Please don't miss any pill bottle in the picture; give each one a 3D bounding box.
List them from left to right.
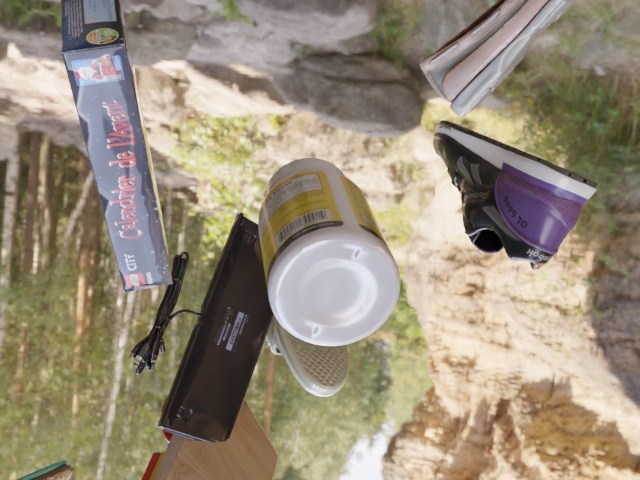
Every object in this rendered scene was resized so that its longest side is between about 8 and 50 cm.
[{"bbox_3d":[0.000,0.000,0.754,0.119,0.119,0.208,5,-154,-10],"label":"pill bottle"}]

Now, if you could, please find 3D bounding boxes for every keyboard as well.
[{"bbox_3d":[-0.155,0.111,1.063,0.033,0.317,0.201,1,157,46],"label":"keyboard"}]

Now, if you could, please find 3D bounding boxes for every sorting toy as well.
[{"bbox_3d":[-0.181,0.365,1.194,0.089,0.257,0.255,-11,-146,21],"label":"sorting toy"}]

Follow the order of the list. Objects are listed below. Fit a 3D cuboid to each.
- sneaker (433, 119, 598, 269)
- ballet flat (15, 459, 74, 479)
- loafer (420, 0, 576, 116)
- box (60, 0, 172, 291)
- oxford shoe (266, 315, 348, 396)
[{"bbox_3d":[0.191,-0.057,0.898,0.107,0.124,0.283,18,-167,-21],"label":"sneaker"},{"bbox_3d":[-0.331,0.278,0.728,0.206,0.067,0.073,-19,168,-14],"label":"ballet flat"},{"bbox_3d":[0.095,-0.115,0.367,0.039,0.125,0.045,45,-144,5],"label":"loafer"},{"bbox_3d":[-0.169,-0.094,0.641,0.044,0.233,0.159,-11,-136,-11],"label":"box"},{"bbox_3d":[-0.064,0.192,1.689,0.169,0.130,0.449,17,-155,-33],"label":"oxford shoe"}]
